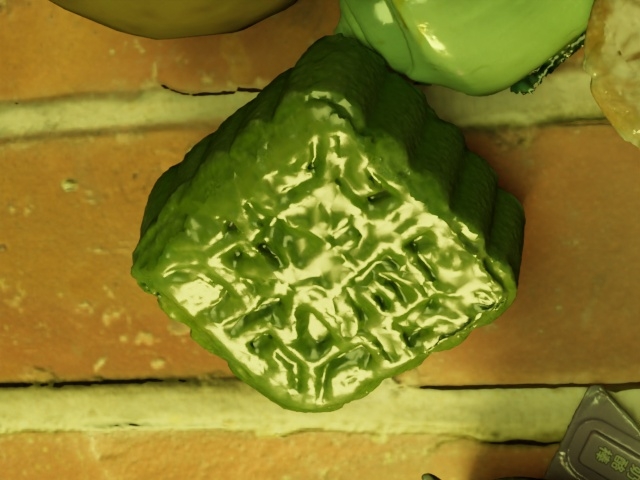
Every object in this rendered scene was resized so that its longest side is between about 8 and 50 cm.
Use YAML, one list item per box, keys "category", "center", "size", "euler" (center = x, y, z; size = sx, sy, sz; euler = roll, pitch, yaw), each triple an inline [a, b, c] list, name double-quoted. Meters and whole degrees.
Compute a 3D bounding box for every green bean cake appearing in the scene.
- category: "green bean cake"
  center: [0.000, 0.000, 1.201]
  size: [0.248, 0.125, 0.222]
  euler: [-35, 111, 31]

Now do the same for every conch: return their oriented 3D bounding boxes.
- category: "conch"
  center: [0.130, -0.186, 1.174]
  size: [0.250, 0.137, 0.143]
  euler: [-9, 68, 1]

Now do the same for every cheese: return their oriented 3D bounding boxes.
- category: "cheese"
  center: [0.261, 0.187, 1.214]
  size: [0.191, 0.042, 0.105]
  euler: [31, 111, 19]

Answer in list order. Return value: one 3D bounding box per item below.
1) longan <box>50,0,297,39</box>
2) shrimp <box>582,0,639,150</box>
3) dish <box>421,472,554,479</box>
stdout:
- category: "longan"
  center: [-0.135, -0.329, 1.113]
  size: [0.336, 0.404, 0.404]
  euler: [-43, 83, -18]
- category: "shrimp"
  center: [0.330, -0.098, 1.122]
  size: [0.317, 0.077, 0.168]
  euler: [24, 103, 3]
- category: "dish"
  center: [0.182, 0.229, 1.169]
  size: [0.086, 0.228, 0.236]
  euler: [-44, 57, 0]
